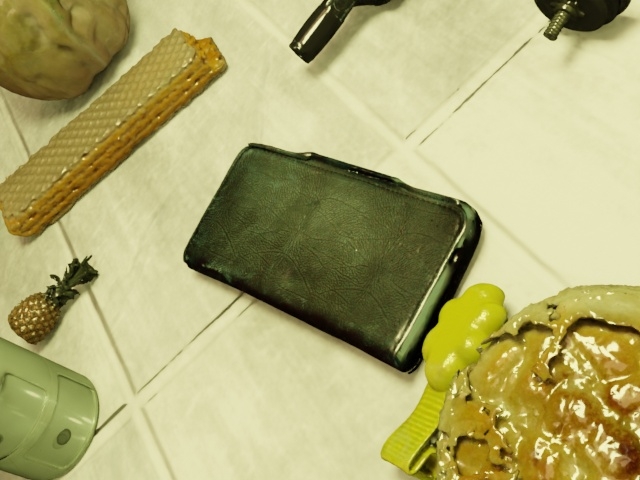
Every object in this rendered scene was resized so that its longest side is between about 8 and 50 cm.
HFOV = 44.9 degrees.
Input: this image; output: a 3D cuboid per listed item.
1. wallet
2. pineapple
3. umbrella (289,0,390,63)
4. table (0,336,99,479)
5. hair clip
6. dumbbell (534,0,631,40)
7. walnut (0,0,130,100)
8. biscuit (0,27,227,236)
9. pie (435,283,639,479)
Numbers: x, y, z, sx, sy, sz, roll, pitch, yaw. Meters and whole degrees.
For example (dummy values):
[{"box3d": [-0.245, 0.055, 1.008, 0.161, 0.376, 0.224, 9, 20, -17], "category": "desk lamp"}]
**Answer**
[{"box3d": [0.000, 0.000, 0.783, 0.318, 0.045, 0.173, 20, 78, 39], "category": "wallet"}, {"box3d": [-0.324, 0.071, 0.957, 0.124, 0.058, 0.058, -41, 48, -2], "category": "pineapple"}, {"box3d": [0.079, -0.349, 0.902, 0.340, 0.118, 0.118, -50, 48, 1], "category": "umbrella"}, {"box3d": [-0.351, 0.162, 0.804, 0.126, 0.220, 0.126, -16, 54, 24], "category": "table"}, {"box3d": [0.105, 0.112, 0.642, 0.072, 0.046, 0.173, 7, 68, 61], "category": "hair clip"}, {"box3d": [0.268, -0.277, 0.733, 0.099, 0.099, 0.209, 26, 81, 41], "category": "dumbbell"}, {"box3d": [-0.411, -0.335, 1.140, 0.248, 0.248, 0.249, -16, 55, 25], "category": "walnut"}, {"box3d": [-0.291, -0.148, 1.060, 0.378, 0.054, 0.094, -39, 49, 8], "category": "biscuit"}, {"box3d": [0.208, 0.155, 0.526, 0.274, 0.055, 0.274, -10, 64, 21], "category": "pie"}]
